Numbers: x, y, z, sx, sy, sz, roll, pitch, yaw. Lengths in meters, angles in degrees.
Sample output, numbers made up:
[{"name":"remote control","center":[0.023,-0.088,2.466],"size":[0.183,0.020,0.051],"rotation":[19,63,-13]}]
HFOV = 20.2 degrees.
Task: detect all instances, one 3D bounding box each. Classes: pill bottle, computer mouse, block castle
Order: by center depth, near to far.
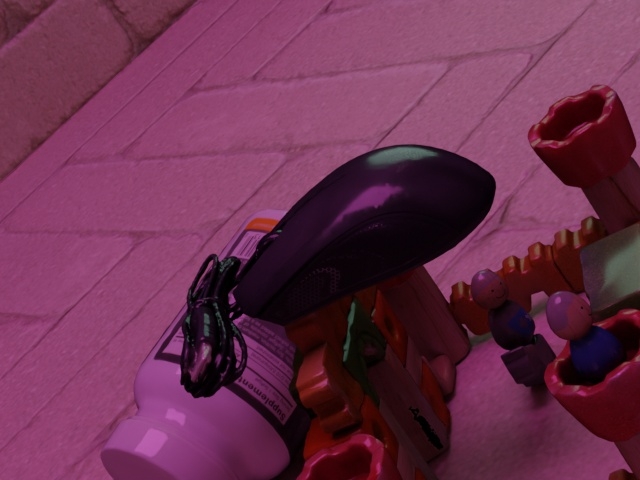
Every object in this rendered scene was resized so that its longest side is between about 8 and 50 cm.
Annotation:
[{"name":"computer mouse","center":[0.000,0.000,1.353],"size":[0.272,0.072,0.188],"rotation":[-28,22,12]},{"name":"block castle","center":[0.131,0.067,1.407],"size":[0.303,0.213,0.453],"rotation":[-28,24,18]},{"name":"pill bottle","center":[-0.070,0.119,1.640],"size":[0.162,0.162,0.278],"rotation":[-4,45,52]}]
